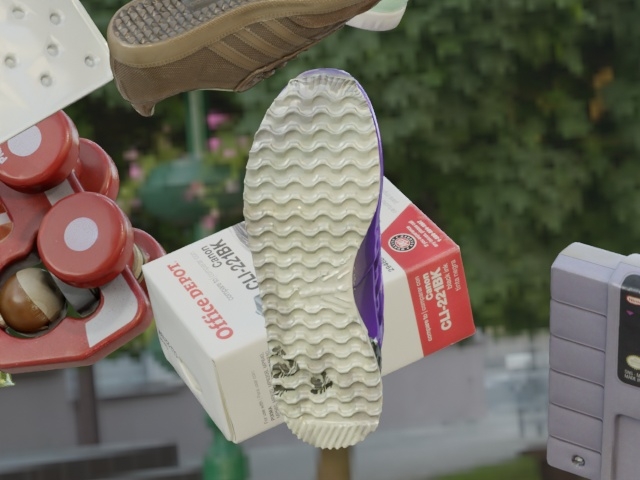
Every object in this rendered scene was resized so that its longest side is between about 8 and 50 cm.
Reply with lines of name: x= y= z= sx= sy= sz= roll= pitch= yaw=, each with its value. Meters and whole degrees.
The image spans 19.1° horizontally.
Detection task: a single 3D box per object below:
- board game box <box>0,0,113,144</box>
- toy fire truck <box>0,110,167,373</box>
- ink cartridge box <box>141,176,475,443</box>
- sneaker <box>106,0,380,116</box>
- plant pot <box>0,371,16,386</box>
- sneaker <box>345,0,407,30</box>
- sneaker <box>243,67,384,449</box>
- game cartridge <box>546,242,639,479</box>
board game box: x=-0.398 y=-0.193 z=1.358 sx=0.390 sy=0.390 sz=0.050 roll=-35 pitch=1 yaw=-36
toy fire truck: x=-0.322 y=0.013 z=2.046 sx=0.254 sy=0.302 sz=0.169 roll=-32 pitch=-20 yaw=3
ink cartridge box: x=-0.015 y=0.059 z=1.896 sx=0.273 sy=0.114 sz=0.197 roll=-25 pitch=36 yaw=-15
sneaker: x=-0.040 y=-0.132 z=1.165 sx=0.188 sy=0.066 sz=0.071 roll=-18 pitch=-38 yaw=-13
plant pot: x=-0.380 y=0.123 z=2.095 sx=0.083 sy=0.079 sz=0.083 roll=-5 pitch=-1 yaw=0
sneaker: x=-0.039 y=-0.263 z=1.404 sx=0.256 sy=0.151 sz=0.094 roll=16 pitch=33 yaw=-7
sneaker: x=-0.001 y=0.000 z=1.476 sx=0.102 sy=0.293 sz=0.146 roll=1 pitch=20 yaw=4
game cartridge: x=0.354 y=0.144 z=1.579 sx=0.355 sy=0.230 sz=0.068 roll=17 pitch=42 yaw=28
